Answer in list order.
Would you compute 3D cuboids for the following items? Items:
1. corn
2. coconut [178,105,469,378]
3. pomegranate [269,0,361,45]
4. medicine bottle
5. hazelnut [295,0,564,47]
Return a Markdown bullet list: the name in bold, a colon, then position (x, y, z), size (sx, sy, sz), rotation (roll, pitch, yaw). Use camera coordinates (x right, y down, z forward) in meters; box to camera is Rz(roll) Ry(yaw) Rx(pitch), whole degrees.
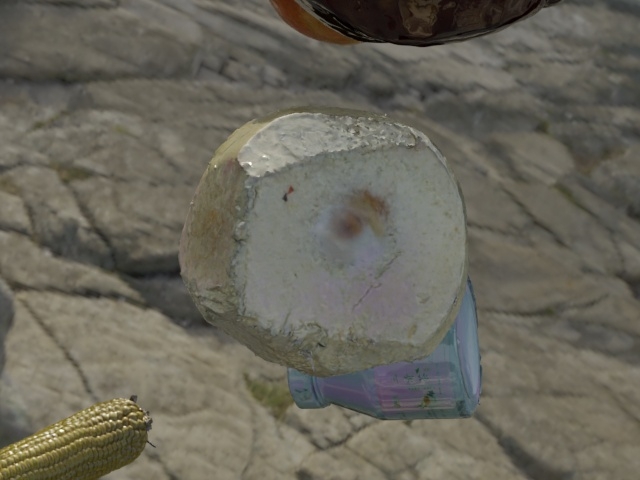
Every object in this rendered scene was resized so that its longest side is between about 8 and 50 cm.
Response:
- **corn**: position (-0.370, 0.313, 1.690), size (0.106, 0.106, 0.305), rotation (41, 37, 22)
- **coconut**: position (0.000, 0.000, 1.245), size (0.297, 0.297, 0.254), rotation (16, -5, -20)
- **pomegranate**: position (0.019, -0.325, 1.355), size (0.209, 0.209, 0.209), rotation (21, 30, -13)
- **medicine bottle**: position (0.104, 0.174, 1.940), size (0.289, 0.245, 0.245), rotation (-4, 25, 16)
- **hazelnut**: position (0.052, -0.216, 0.662), size (0.218, 0.218, 0.234), rotation (24, 20, -7)
